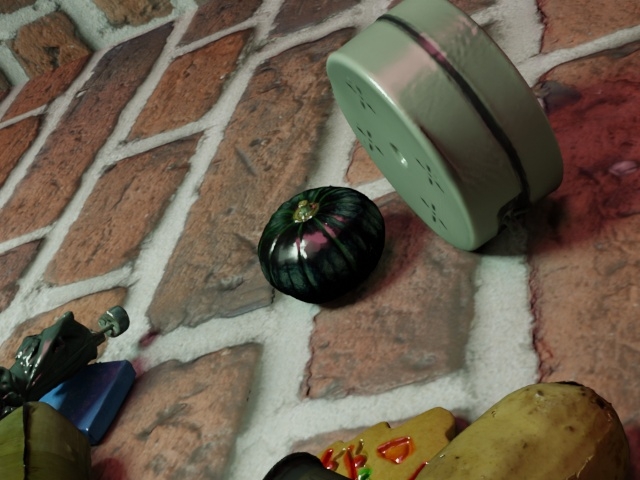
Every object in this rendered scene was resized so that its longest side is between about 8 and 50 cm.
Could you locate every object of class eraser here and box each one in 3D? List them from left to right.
[{"bbox_3d":[-0.439,0.265,1.583,0.312,0.042,0.144,-11,36,31],"label":"eraser"}]

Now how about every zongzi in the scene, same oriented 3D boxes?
[{"bbox_3d":[-0.456,0.414,1.239,0.393,0.174,0.356,-33,26,-3],"label":"zongzi"}]

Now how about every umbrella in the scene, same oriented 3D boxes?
[{"bbox_3d":[-0.418,0.185,1.482,0.143,0.094,0.349,-37,1,43],"label":"umbrella"}]

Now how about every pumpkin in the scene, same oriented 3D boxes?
[{"bbox_3d":[0.000,0.000,1.482,0.202,0.140,0.202,-20,34,15],"label":"pumpkin"}]

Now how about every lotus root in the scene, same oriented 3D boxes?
[{"bbox_3d":[0.179,0.245,0.950,0.284,0.146,0.160,-33,8,-32],"label":"lotus root"}]

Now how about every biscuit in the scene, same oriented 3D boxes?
[{"bbox_3d":[0.054,0.275,1.130,0.239,0.041,0.212,-10,39,31],"label":"biscuit"}]

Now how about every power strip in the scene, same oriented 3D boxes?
[{"bbox_3d":[0.174,-0.152,1.371,0.161,0.357,0.357,-37,31,-6],"label":"power strip"}]

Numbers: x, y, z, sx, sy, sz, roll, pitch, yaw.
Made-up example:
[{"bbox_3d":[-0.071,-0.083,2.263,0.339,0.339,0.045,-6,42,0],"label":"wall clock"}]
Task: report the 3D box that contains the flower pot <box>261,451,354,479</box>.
[{"bbox_3d":[0.008,0.297,0.995,0.107,0.157,0.157,5,45,32],"label":"flower pot"}]
